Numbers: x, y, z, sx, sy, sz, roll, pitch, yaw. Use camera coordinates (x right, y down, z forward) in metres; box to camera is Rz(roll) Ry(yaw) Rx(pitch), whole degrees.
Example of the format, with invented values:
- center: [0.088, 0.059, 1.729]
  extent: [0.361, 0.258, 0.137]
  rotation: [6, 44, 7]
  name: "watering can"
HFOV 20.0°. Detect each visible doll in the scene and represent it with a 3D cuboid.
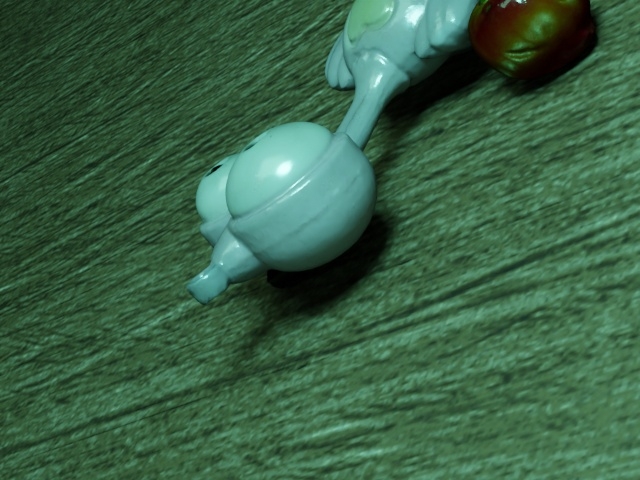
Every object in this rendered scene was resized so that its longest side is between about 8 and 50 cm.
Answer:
- center: [0.020, -0.091, 1.255]
  extent: [0.160, 0.094, 0.365]
  rotation: [-13, 34, 54]
  name: "doll"

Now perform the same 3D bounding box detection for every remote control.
- center: [0.000, 0.000, 1.267]
  extent: [0.091, 0.016, 0.034]
  rotation: [-40, 17, 13]
  name: "remote control"

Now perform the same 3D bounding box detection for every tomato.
- center: [0.141, -0.146, 1.201]
  extent: [0.087, 0.075, 0.087]
  rotation: [-52, 12, 16]
  name: "tomato"
